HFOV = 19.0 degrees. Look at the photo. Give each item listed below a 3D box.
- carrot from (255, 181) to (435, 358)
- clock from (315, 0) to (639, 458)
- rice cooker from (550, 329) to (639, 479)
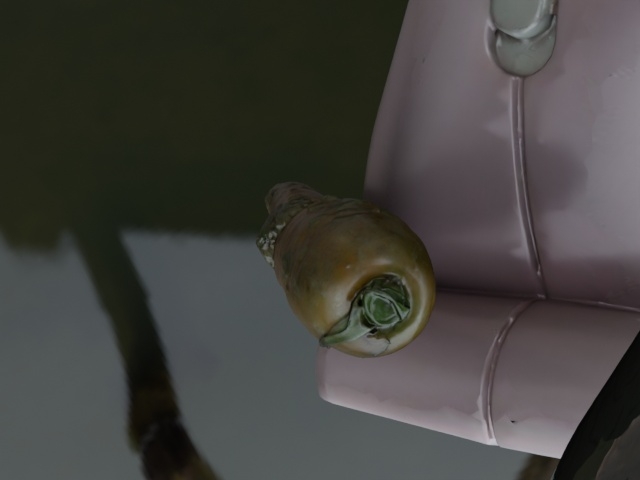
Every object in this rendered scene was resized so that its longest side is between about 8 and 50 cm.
[{"bbox_3d":[0.000,0.000,0.691,0.049,0.254,0.049,-1,98,-7],"label":"carrot"},{"bbox_3d":[0.154,-0.076,0.744,0.342,0.184,0.326,9,93,-58],"label":"clock"},{"bbox_3d":[0.199,0.056,0.392,0.288,0.288,0.277,-9,144,-25],"label":"rice cooker"}]
